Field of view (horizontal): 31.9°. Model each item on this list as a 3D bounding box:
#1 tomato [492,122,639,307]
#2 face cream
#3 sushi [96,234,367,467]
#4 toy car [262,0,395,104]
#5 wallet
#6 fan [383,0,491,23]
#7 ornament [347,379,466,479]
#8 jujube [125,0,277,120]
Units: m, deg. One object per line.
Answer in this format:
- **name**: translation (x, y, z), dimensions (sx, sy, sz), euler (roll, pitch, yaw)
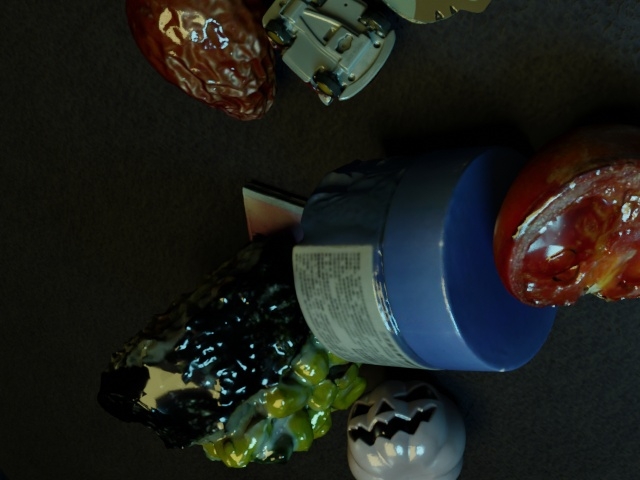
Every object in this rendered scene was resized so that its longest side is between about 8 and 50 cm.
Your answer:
- **tomato**: translation (0.283, -0.038, 1.159), dimensions (0.233, 0.140, 0.200), euler (2, 133, -20)
- **face cream**: translation (0.120, 0.022, 1.274), dimensions (0.225, 0.249, 0.249), euler (-2, 127, 40)
- **sushi**: translation (-0.108, 0.189, 1.562), dimensions (0.285, 0.328, 0.328), euler (51, 150, -7)
- **toy car**: translation (0.005, -0.215, 1.249), dimensions (0.139, 0.112, 0.112), euler (37, 170, 5)
- **wallet**: translation (0.000, 0.000, 1.534), dimensions (0.232, 0.025, 0.119), euler (20, 139, 23)
- **fan**: translation (0.069, -0.284, 1.195), dimensions (0.226, 0.008, 0.152), euler (-10, 124, 45)
- **ornament**: translation (0.122, 0.283, 1.618), dimensions (0.177, 0.177, 0.177), euler (22, 140, 20)
- **jujube**: translation (-0.125, -0.239, 1.299), dimensions (0.168, 0.168, 0.236), euler (11, 152, 31)
